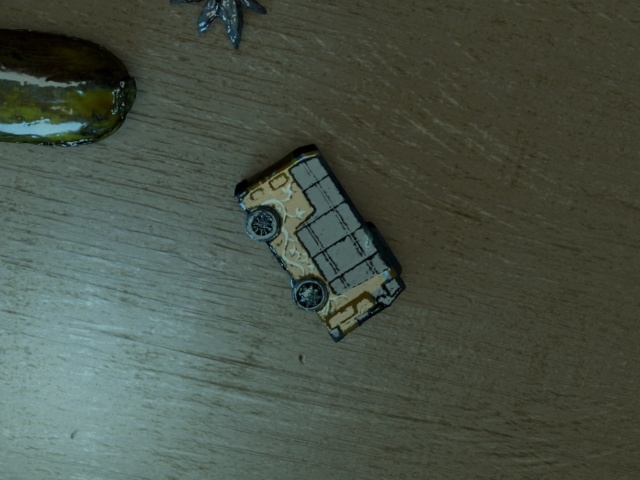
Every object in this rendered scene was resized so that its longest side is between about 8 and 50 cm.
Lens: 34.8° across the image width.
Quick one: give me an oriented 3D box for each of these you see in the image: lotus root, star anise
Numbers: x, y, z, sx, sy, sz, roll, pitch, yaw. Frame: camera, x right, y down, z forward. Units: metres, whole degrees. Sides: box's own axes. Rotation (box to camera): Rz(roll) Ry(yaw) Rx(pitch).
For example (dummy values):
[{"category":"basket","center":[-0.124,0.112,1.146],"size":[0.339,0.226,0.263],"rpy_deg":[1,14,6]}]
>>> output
[{"category":"lotus root","center":[-0.516,-0.263,1.741],"size":[0.397,0.179,0.196],"rpy_deg":[7,100,-5]},{"category":"star anise","center":[-0.176,-0.444,1.776],"size":[0.180,0.061,0.205],"rpy_deg":[13,102,-5]}]

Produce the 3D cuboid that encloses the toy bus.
[{"category":"toy bus","center":[0.000,0.000,1.836],"size":[0.194,0.162,0.323],"rpy_deg":[-33,100,2]}]
